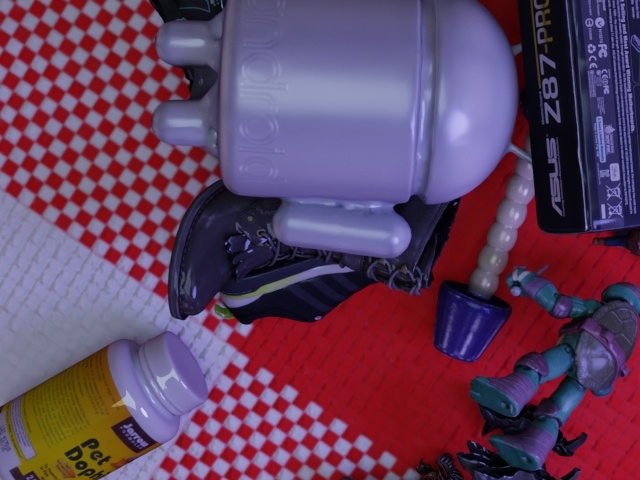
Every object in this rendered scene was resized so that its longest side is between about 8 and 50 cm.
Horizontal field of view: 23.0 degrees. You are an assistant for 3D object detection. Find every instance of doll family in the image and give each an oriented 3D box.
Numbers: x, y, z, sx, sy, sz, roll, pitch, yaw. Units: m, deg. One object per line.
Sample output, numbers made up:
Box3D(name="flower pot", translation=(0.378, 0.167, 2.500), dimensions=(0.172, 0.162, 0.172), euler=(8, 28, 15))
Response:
Box3D(name="doll family", translation=(0.365, 0.005, 1.529), dimensions=(0.193, 0.111, 0.076), euler=(-12, 97, 8))

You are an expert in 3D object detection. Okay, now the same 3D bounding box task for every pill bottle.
Box3D(name="pill bottle", translation=(-0.227, 0.179, 1.616), dimensions=(0.215, 0.117, 0.117), euler=(-30, 95, 10))

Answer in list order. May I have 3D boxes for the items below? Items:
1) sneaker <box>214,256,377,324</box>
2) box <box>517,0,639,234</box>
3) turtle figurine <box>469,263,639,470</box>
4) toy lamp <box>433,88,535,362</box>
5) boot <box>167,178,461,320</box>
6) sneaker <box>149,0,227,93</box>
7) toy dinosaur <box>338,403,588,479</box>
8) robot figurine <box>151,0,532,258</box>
Box3D(name="sneaker", translation=(0.004, 0.031, 1.603), dimensions=(0.234, 0.084, 0.097), euler=(-10, 133, 2))
Box3D(name="box", translation=(0.332, -0.217, 1.417), dimensions=(0.318, 0.097, 0.395), euler=(-8, 93, -22))
Box3D(name="turtle figurine", translation=(0.240, 0.100, 1.501), dimensions=(0.234, 0.118, 0.175), euler=(-45, 111, -30))
Box3D(name="toy lamp", translation=(0.181, -0.012, 1.565), dimensions=(0.080, 0.080, 0.275), euler=(20, 98, 3))
Box3D(name="boot", translation=(0.000, 0.000, 1.506), dimensions=(0.229, 0.091, 0.263), euler=(23, 62, 19))
Box3D(name="sneaker", translation=(-0.115, -0.240, 1.562), dimensions=(0.106, 0.101, 0.267), euler=(-26, 101, -5))
Box3D(name="toy dinosaur", translation=(0.177, 0.282, 1.600), dimensions=(0.321, 0.164, 0.218), euler=(6, 115, -13))
Box3D(name="robot figurine", translation=(0.027, -0.135, 1.435), dimensions=(0.353, 0.200, 0.300), euler=(2, 98, 0))
